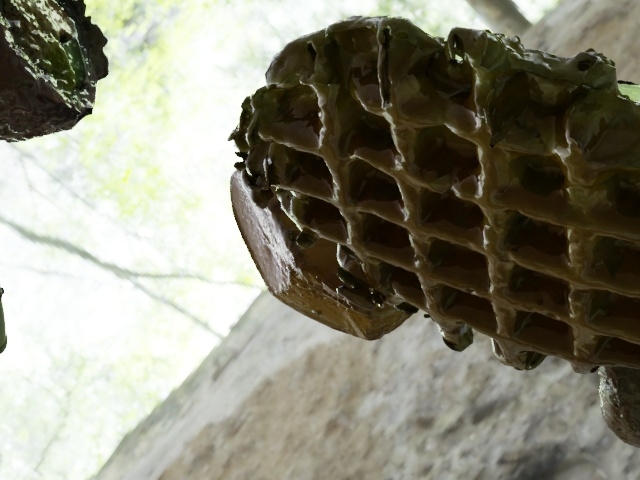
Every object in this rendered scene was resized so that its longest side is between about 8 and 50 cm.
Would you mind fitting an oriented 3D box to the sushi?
[{"bbox_3d":[-0.302,-0.200,1.016,0.107,0.241,0.161,-20,-151,22],"label":"sushi"}]

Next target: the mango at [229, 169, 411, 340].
[{"bbox_3d":[0.000,0.000,1.581,0.199,0.350,0.201,4,122,-55],"label":"mango"}]

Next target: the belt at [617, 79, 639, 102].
[{"bbox_3d":[0.338,-0.072,1.316,0.122,0.338,0.217,-49,145,-58],"label":"belt"}]

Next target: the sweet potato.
[{"bbox_3d":[0.226,0.091,0.787,0.068,0.226,0.068,-15,-139,14],"label":"sweet potato"}]

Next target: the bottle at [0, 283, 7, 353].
[{"bbox_3d":[-0.324,0.063,1.050,0.047,0.063,0.101,-36,145,-45],"label":"bottle"}]

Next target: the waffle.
[{"bbox_3d":[0.101,-0.010,0.650,0.302,0.325,0.068,-24,-147,57],"label":"waffle"}]
